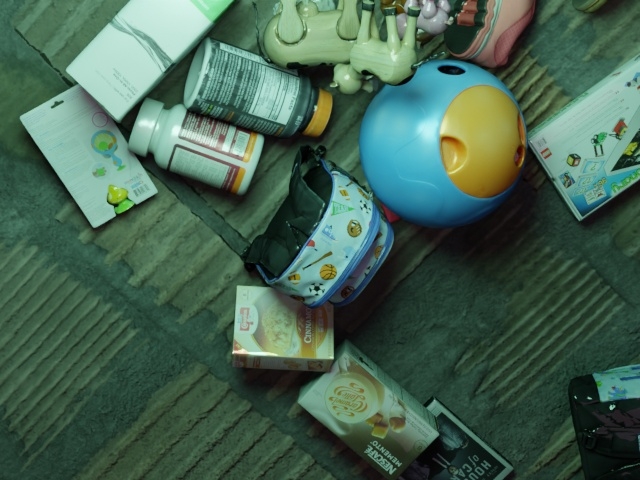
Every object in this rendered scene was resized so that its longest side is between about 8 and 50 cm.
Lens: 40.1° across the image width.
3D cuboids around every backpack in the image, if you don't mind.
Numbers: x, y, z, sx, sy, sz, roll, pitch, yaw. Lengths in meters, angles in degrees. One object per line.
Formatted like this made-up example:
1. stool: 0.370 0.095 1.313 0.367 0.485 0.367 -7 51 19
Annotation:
1. backpack: 0.000 0.000 1.547 0.213 0.263 0.277 28 101 -10
2. backpack: 0.693 0.362 1.723 0.355 0.273 0.290 -12 104 21

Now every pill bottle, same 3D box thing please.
1. pill bottle: -0.104 -0.255 1.531 0.245 0.130 0.131 16 103 -22
2. pill bottle: -0.220 -0.170 1.559 0.221 0.121 0.121 20 102 -9

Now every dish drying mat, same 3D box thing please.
1. dish drying mat: 0.129 -0.076 1.671 0.032 0.008 0.083 -23 104 1

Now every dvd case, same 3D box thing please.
1. dvd case: 0.255 0.456 1.809 0.238 0.029 0.179 42 98 -12

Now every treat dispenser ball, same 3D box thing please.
1. treat dispenser ball: 0.210 -0.164 1.509 0.288 0.288 0.288 -1 105 -4

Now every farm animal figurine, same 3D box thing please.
1. farm animal figurine: 0.051 -0.319 1.409 0.326 0.330 0.172 6 116 11

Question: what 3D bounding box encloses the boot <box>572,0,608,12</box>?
1. boot: 0.583 -0.499 1.551 0.305 0.112 0.115 -44 114 5

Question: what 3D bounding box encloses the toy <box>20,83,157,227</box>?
1. toy: -0.414 -0.157 1.582 0.136 0.056 0.237 -29 110 0

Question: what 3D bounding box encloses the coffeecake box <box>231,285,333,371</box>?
1. coffeecake box: -0.070 0.166 1.647 0.185 0.142 0.068 3 149 -5

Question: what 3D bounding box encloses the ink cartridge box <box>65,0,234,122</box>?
1. ink cartridge box: -0.271 -0.350 1.461 0.289 0.211 0.121 -44 104 7

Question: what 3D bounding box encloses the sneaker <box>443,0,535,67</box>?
1. sneaker: 0.331 -0.454 1.554 0.136 0.116 0.314 19 98 -38

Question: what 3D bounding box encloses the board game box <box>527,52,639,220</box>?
1. board game box: 0.558 -0.202 1.648 0.305 0.053 0.193 -35 103 5

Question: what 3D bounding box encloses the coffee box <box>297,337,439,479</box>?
1. coffee box: 0.094 0.331 1.712 0.246 0.098 0.141 42 99 -5
